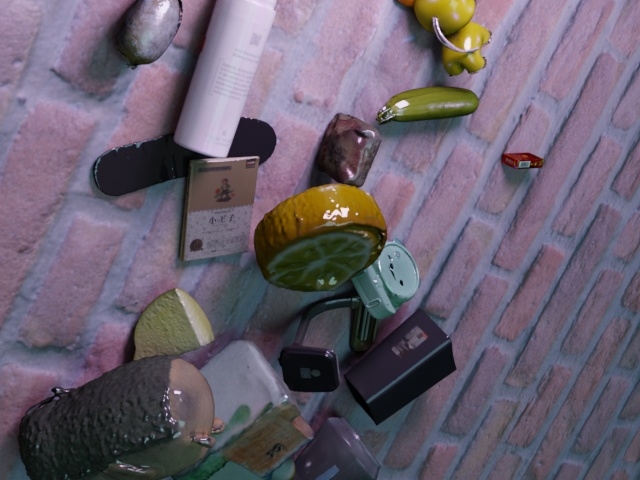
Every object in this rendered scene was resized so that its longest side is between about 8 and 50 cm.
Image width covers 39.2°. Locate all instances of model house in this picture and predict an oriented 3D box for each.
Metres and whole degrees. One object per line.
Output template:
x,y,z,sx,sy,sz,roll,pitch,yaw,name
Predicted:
-0.144,0.392,1.794,0.267,0.194,0.325,-39,138,-1,model house

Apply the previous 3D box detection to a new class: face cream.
-0.148,-0.313,1.489,0.102,0.102,0.345,12,103,-38,face cream

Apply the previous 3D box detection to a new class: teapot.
0.004,0.507,1.951,0.225,0.171,0.203,-38,173,-6,teapot

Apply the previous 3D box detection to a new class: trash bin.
0.175,0.284,1.985,0.225,0.115,0.165,-36,148,-10,trash bin

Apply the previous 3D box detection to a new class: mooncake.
0.050,-0.169,1.679,0.073,0.130,0.125,8,105,-34,mooncake

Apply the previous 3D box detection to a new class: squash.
0.212,-0.271,1.781,0.252,0.066,0.066,-10,117,-31,squash

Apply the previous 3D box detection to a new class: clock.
0.142,0.066,1.856,0.188,0.060,0.148,-30,91,-49,clock

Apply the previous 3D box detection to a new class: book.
-0.184,-0.057,1.638,0.138,0.016,0.198,-8,120,-33,book

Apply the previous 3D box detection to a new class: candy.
0.000,0.000,1.679,0.260,0.118,0.260,-17,151,-9,candy

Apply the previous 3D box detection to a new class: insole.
-0.230,-0.150,1.576,0.348,0.009,0.119,-17,120,-28,insole

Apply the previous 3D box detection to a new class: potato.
-0.287,0.160,1.666,0.149,0.081,0.120,-22,89,13,potato

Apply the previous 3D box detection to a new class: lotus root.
-0.264,-0.345,1.412,0.088,0.088,0.165,31,83,-40,lotus root

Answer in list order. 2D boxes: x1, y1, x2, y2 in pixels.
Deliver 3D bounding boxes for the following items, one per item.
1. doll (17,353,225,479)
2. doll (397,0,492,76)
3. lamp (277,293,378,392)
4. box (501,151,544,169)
-0.348,0.342,1.571,0.350,0.247,0.247,-15,124,3,doll
0.236,-0.420,1.693,0.221,0.143,0.135,43,57,-46,doll
0.025,0.220,1.857,0.283,0.125,0.203,-51,144,-46,lamp
0.451,-0.178,2.002,0.082,0.051,0.023,-6,116,-32,box
